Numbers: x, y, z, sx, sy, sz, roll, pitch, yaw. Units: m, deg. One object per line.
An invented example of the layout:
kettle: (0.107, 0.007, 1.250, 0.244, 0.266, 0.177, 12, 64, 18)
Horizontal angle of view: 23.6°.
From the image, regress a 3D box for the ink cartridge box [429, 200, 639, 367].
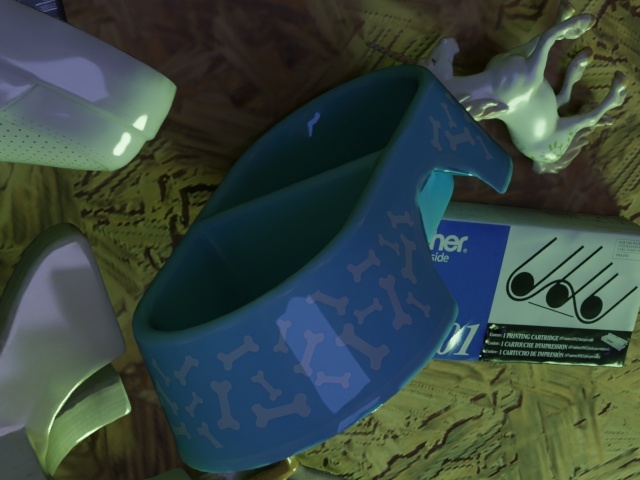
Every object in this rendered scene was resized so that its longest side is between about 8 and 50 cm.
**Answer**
ink cartridge box: (0.114, 0.028, 1.004, 0.207, 0.046, 0.097, 5, 108, -23)

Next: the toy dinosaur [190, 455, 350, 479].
toy dinosaur: (-0.025, 0.154, 1.002, 0.211, 0.064, 0.112, 3, 128, -13)

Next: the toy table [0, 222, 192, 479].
toy table: (-0.157, 0.136, 0.795, 0.160, 0.252, 0.274, -22, 126, -15)

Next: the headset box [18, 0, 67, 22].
headset box: (-0.174, -0.135, 0.830, 0.062, 0.032, 0.083, -16, 114, -15)

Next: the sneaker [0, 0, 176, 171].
sneaker: (-0.210, -0.030, 0.551, 0.292, 0.108, 0.169, 16, 84, 2)

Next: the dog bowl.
dog bowl: (0.000, 0.000, 0.824, 0.166, 0.297, 0.074, -20, 114, 30)

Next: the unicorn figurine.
unicorn figurine: (0.125, -0.096, 0.949, 0.111, 0.060, 0.162, -43, 119, -2)
